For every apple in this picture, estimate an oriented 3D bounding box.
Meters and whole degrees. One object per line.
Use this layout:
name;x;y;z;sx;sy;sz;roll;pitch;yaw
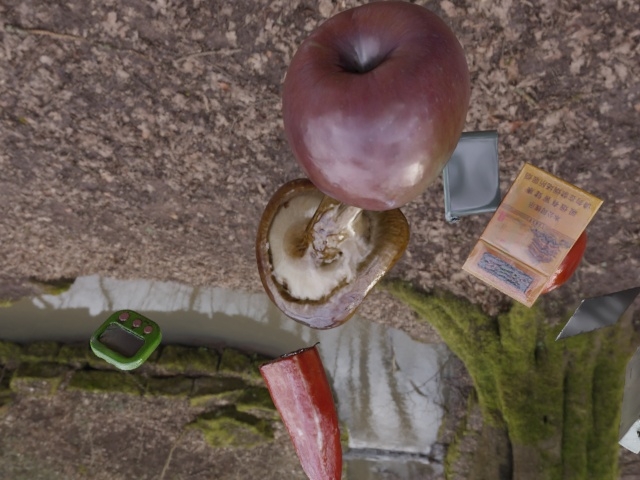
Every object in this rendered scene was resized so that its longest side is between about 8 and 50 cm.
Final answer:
apple;0.085;-0.199;0.752;0.305;0.306;0.235;-4;150;15

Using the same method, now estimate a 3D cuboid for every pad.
pad;0.776;0.203;1.367;0.245;0.006;0.170;-8;131;-23

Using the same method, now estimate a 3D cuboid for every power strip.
power strip;0.733;0.343;1.119;0.043;0.367;0.106;28;122;23

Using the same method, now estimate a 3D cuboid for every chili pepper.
chili pepper;-0.014;0.208;0.550;0.064;0.169;0.088;-13;170;-35

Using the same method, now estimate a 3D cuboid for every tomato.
tomato;0.608;0.029;1.348;0.259;0.180;0.260;-20;128;-28

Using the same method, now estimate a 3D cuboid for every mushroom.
mushroom;0.000;0.000;1.018;0.345;0.346;0.259;-12;164;24

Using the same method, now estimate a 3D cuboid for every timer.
timer;-0.449;0.229;1.139;0.140;0.128;0.047;23;140;15

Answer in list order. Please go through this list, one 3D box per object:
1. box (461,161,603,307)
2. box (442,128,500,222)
box;0.461;-0.013;1.091;0.174;0.076;0.274;32;109;16
box;0.382;-0.172;1.240;0.135;0.163;0.243;-2;101;19
